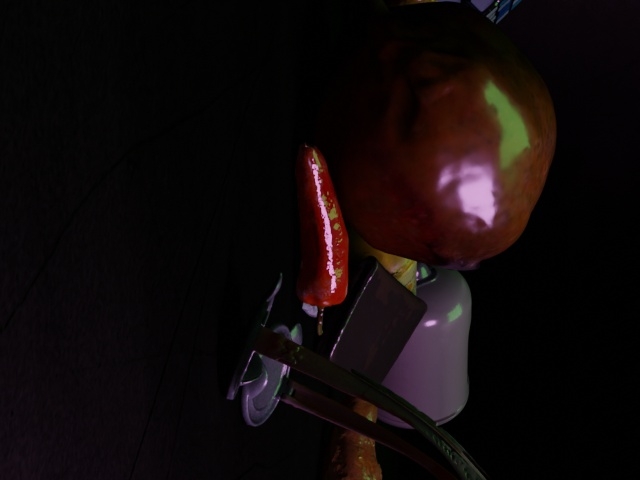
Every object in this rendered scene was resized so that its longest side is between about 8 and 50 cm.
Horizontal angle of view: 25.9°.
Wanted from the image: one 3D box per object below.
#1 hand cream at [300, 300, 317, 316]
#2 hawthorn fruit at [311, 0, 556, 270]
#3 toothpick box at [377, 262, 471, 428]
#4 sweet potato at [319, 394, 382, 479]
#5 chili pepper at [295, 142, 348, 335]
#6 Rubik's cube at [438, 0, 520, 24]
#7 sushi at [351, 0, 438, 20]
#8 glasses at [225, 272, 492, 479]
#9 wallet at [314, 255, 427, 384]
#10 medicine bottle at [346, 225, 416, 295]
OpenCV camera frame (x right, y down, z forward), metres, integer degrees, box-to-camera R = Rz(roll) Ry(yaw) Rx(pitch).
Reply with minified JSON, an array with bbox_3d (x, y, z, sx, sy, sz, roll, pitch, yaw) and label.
[{"bbox_3d":[-0.015,0.077,1.685,0.093,0.019,0.030,52,45,-71],"label":"hand cream"},{"bbox_3d":[0.134,-0.132,1.622,0.325,0.308,0.308,108,-8,-61],"label":"hawthorn fruit"},{"bbox_3d":[0.163,0.172,2.547,0.229,0.229,0.316,-76,167,-53],"label":"toothpick box"},{"bbox_3d":[0.042,0.376,2.016,0.106,0.095,0.355,124,-23,-68],"label":"sweet potato"},{"bbox_3d":[0.000,0.000,1.563,0.071,0.063,0.272,-98,-176,-56],"label":"chili pepper"},{"bbox_3d":[0.200,-0.401,2.164,0.187,0.182,0.184,-42,174,-1],"label":"Rubik's cube"},{"bbox_3d":[0.113,-0.408,1.876,0.179,0.166,0.297,-12,101,-60],"label":"sushi"},{"bbox_3d":[0.049,0.146,1.228,0.234,0.268,0.118,81,34,-72],"label":"glasses"},{"bbox_3d":[0.072,0.126,1.965,0.165,0.042,0.309,-59,160,-3],"label":"wallet"},{"bbox_3d":[0.087,0.049,2.101,0.239,0.124,0.124,80,16,-63],"label":"medicine bottle"}]
